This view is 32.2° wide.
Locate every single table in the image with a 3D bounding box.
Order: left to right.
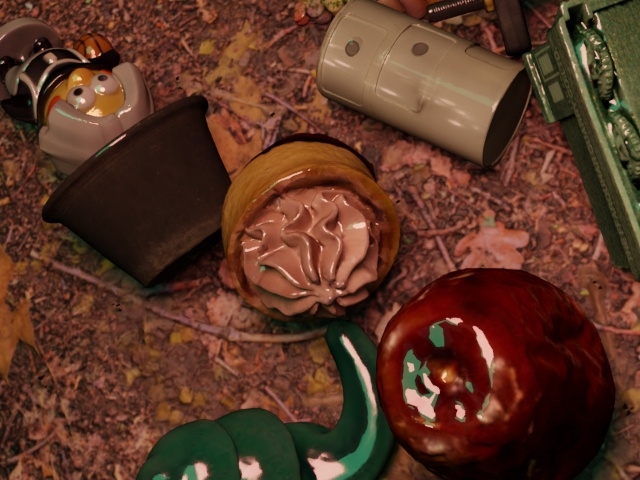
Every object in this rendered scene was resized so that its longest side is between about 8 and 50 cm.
[{"bbox_3d":[0.117,-0.181,1.263,0.220,0.126,0.126,27,85,20],"label":"table"}]

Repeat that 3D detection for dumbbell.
[{"bbox_3d":[0.276,-0.296,1.235,0.325,0.143,0.143,-14,72,13],"label":"dumbbell"}]

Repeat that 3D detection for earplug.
[{"bbox_3d":[-0.057,0.229,1.185,0.164,0.280,0.257,53,131,41],"label":"earplug"}]

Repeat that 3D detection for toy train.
[{"bbox_3d":[0.323,-0.103,1.123,0.138,0.178,0.330,-20,91,-9],"label":"toy train"}]

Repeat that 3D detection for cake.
[{"bbox_3d":[0.000,0.000,1.183,0.207,0.185,0.178,-38,33,-3],"label":"cake"},{"bbox_3d":[0.072,-0.324,1.362,0.225,0.090,0.110,-4,76,35],"label":"cake"}]

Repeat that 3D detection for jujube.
[{"bbox_3d":[0.166,0.135,1.060,0.223,0.318,0.223,-4,79,23],"label":"jujube"}]

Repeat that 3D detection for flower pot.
[{"bbox_3d":[-0.188,-0.041,1.287,0.235,0.235,0.148,-37,87,4],"label":"flower pot"}]

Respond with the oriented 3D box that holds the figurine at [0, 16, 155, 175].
[{"bbox_3d":[-0.301,-0.180,1.384,0.176,0.133,0.236,-36,56,-23],"label":"figurine"}]
